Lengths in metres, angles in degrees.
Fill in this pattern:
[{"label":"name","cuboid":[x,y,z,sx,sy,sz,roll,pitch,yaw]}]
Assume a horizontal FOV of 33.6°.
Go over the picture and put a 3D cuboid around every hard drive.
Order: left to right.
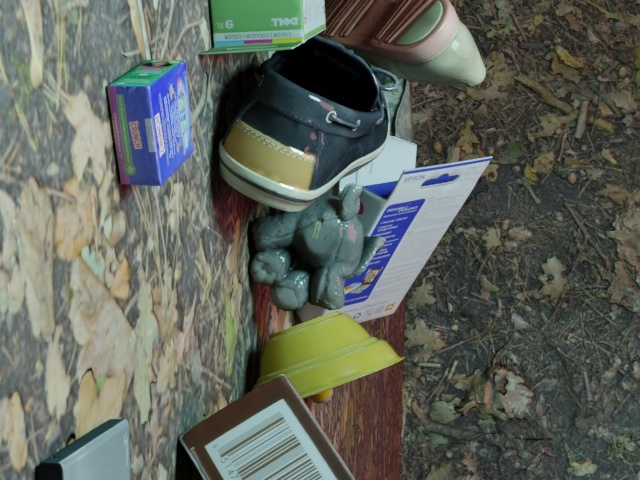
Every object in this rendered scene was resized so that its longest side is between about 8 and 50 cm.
[{"label":"hard drive","cuboid":[-0.183,0.202,0.833,0.135,0.022,0.094,-23,113,-79]}]

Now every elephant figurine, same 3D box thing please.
[{"label":"elephant figurine","cuboid":[0.000,0.000,1.473,0.239,0.186,0.169,-32,116,-72]}]

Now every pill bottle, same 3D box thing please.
[{"label":"pill bottle","cuboid":[-0.006,0.240,1.760,0.083,0.043,0.043,70,22,-63]}]

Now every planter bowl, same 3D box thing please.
[{"label":"planter bowl","cuboid":[-0.007,0.149,1.382,0.217,0.217,0.090,12,58,-80]}]

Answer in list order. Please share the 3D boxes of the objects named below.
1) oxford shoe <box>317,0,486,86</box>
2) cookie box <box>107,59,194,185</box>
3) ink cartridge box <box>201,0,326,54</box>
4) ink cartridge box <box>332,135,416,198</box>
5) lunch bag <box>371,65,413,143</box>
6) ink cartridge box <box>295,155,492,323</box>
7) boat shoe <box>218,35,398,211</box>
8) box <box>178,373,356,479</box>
[{"label":"oxford shoe","cuboid":[0.104,-0.311,1.641,0.146,0.140,0.397,40,1,-34]},{"label":"cookie box","cuboid":[-0.150,-0.108,0.955,0.107,0.040,0.092,-66,154,-67]},{"label":"ink cartridge box","cuboid":[-0.064,-0.264,1.240,0.209,0.109,0.062,-60,148,-69]},{"label":"ink cartridge box","cuboid":[0.063,-0.082,1.724,0.176,0.127,0.128,129,-29,-59]},{"label":"lunch bag","cuboid":[0.094,-0.176,1.961,0.235,0.169,0.287,80,19,-44]},{"label":"ink cartridge box","cuboid":[0.104,-0.003,1.603,0.069,0.176,0.371,58,-41,27]},{"label":"boat shoe","cuboid":[0.007,-0.187,1.388,0.156,0.187,0.500,-66,175,24]},{"label":"box","cuboid":[-0.023,0.337,1.205,0.191,0.143,0.381,52,-12,35]}]
